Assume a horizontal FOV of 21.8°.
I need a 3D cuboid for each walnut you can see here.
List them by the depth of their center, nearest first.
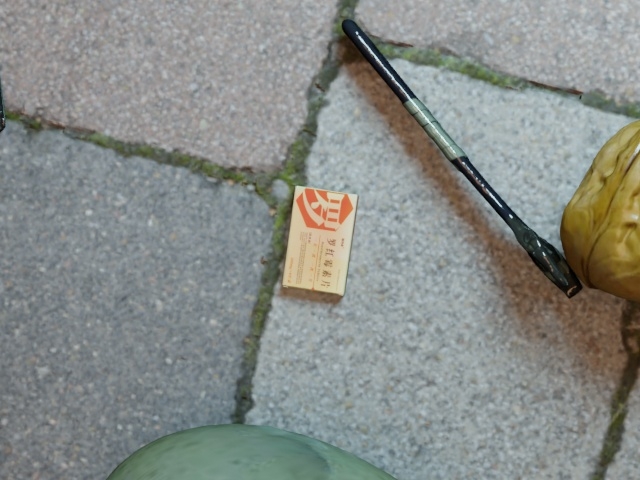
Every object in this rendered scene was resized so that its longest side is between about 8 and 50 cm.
[{"bbox_3d":[0.288,-0.030,1.398,0.144,0.144,0.180,26,94,5],"label":"walnut"}]

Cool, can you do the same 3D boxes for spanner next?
[{"bbox_3d":[0.121,-0.074,1.450,0.024,0.087,0.316,-40,85,9],"label":"spanner"}]

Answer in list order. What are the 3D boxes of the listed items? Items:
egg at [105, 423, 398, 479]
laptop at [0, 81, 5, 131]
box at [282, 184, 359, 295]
[{"bbox_3d":[-0.024,0.345,1.368,0.428,0.345,0.345,42,98,6],"label":"egg"},{"bbox_3d":[-0.385,-0.154,1.540,0.180,0.016,0.129,-6,94,7],"label":"laptop"},{"bbox_3d":[0.000,0.000,1.501,0.058,0.015,0.093,8,96,5],"label":"box"}]
